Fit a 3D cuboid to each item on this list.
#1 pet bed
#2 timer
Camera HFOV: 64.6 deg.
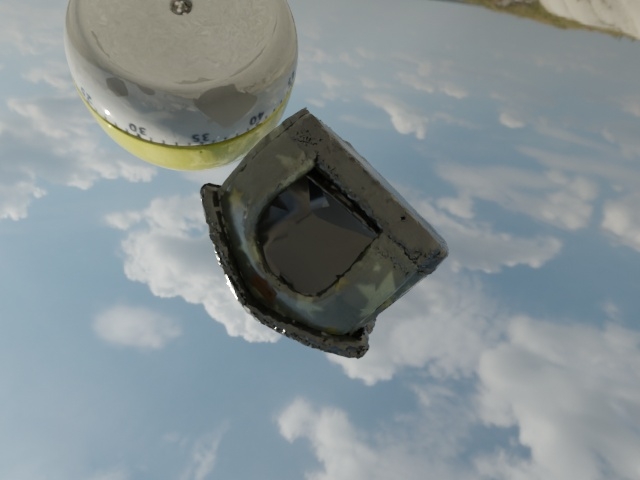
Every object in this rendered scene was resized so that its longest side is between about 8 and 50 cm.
[{"bbox_3d":[0.000,0.000,0.461,0.183,0.159,0.211,46,-168,4],"label":"pet bed"},{"bbox_3d":[-0.165,-0.200,0.647,0.284,0.286,0.285,7,-153,-4],"label":"timer"}]
